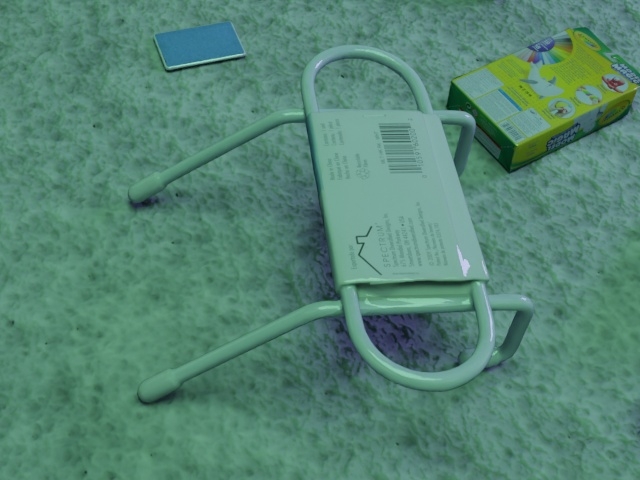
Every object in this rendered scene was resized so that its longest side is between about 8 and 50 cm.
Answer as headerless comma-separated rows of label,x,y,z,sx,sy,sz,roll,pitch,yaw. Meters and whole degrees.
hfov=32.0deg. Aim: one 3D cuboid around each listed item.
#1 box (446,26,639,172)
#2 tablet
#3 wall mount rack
box,0.225,-0.145,1.093,0.179,0.043,0.105,-26,58,-20
tablet,-0.122,-0.197,1.123,0.083,0.006,0.054,-13,54,-16
wall mount rack,0.000,0.000,0.912,0.304,0.130,0.350,-2,52,-11
